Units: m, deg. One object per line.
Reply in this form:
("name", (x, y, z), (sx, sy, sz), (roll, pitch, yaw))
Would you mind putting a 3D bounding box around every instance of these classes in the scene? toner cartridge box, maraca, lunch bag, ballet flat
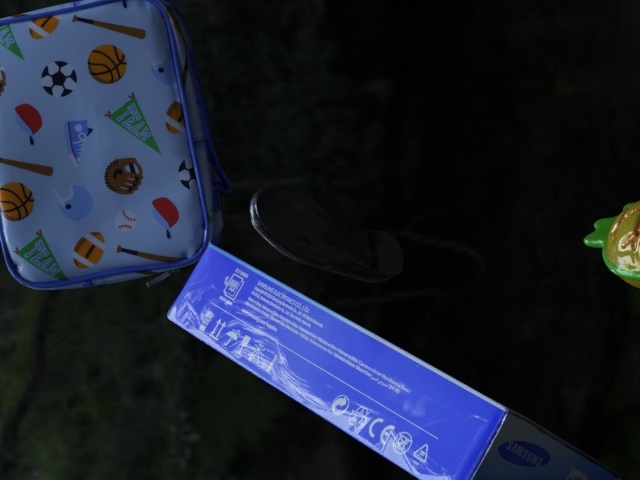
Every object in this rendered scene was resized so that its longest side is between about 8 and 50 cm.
("toner cartridge box", (0.047, 0.116, 1.188), (0.165, 0.348, 0.075), (32, -93, -45))
("maraca", (0.366, -0.003, 1.712), (0.099, 0.127, 0.186), (69, 170, -23))
("lunch bag", (-0.221, -0.096, 1.599), (0.115, 0.243, 0.303), (-61, -39, -86))
("ballet flat", (0.000, 0.000, 1.743), (0.250, 0.058, 0.084), (18, -118, -48))
